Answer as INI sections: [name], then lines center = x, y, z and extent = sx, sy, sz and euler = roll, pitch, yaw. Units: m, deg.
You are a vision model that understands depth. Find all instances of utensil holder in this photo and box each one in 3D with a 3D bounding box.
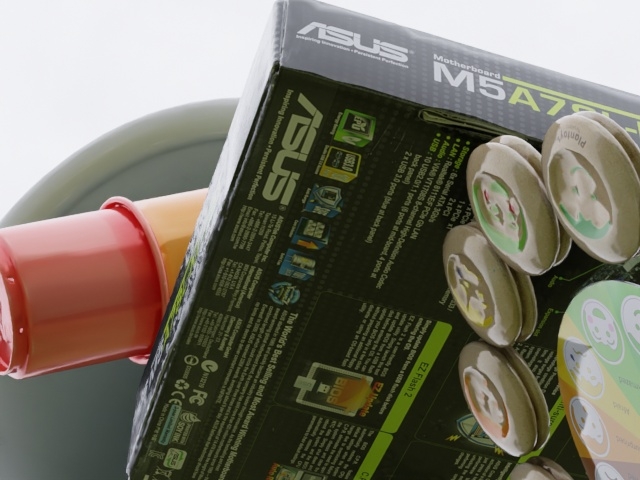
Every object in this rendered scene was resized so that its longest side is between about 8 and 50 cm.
[utensil holder]
center = -0.018, 0.143, 0.986
extent = 0.327, 0.328, 0.385
euler = -26, -35, 8

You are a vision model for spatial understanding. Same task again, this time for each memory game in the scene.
[memory game]
center = 0.083, 0.056, 0.358
extent = 0.012, 0.186, 0.186
euler = -24, -55, -21

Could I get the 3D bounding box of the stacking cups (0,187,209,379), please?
[stacking cups]
center = 0.000, 0.000, 0.674
extent = 0.316, 0.096, 0.096
euler = -11, -53, -33

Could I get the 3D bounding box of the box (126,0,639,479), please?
[box]
center = 0.046, 0.029, 0.479
extent = 0.184, 0.045, 0.191
euler = 13, -49, -11
